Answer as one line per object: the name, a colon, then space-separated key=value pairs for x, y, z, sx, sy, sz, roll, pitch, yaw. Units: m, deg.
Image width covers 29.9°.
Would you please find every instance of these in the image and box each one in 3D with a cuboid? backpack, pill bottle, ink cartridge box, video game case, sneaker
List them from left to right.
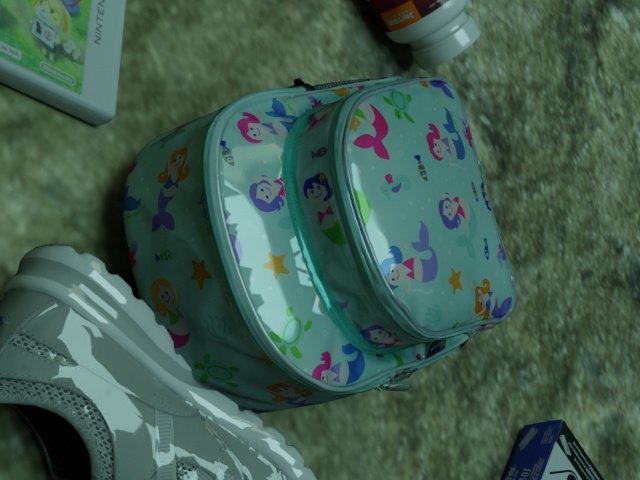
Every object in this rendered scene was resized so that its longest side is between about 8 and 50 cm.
video game case: x=-0.210 y=-0.197 z=0.763 sx=0.212 sy=0.023 sz=0.193 roll=24 pitch=58 yaw=-42
sneaker: x=-0.104 y=0.135 z=0.717 sx=0.281 sy=0.105 sz=0.115 roll=47 pitch=59 yaw=-18
backpack: x=0.000 y=0.000 z=0.814 sx=0.254 sy=0.191 sz=0.225 roll=-13 pitch=86 yaw=-46
pill bottle: x=0.078 y=-0.233 z=1.069 sx=0.152 sy=0.086 sz=0.086 roll=56 pitch=41 yaw=-17
ink cartridge box: x=0.238 y=0.270 z=1.086 sx=0.207 sy=0.046 sz=0.097 roll=55 pitch=43 yaw=-20

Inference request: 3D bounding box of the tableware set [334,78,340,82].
tableware set: x=0.054 y=-0.060 z=1.023 sx=0.141 sy=0.020 sz=0.168 roll=-20 pitch=90 yaw=-52
